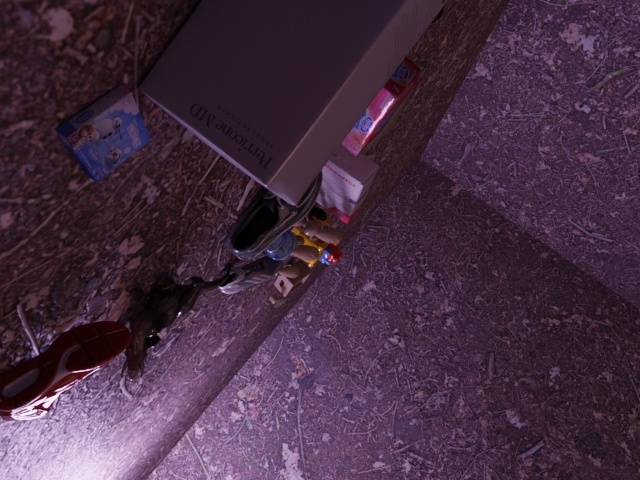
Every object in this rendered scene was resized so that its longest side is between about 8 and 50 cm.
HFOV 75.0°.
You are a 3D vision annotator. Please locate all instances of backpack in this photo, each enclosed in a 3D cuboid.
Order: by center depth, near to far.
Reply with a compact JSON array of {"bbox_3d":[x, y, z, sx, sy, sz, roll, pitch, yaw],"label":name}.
[{"bbox_3d":[-0.135,0.001,1.235,0.105,0.114,0.084,-52,171,0],"label":"backpack"}]

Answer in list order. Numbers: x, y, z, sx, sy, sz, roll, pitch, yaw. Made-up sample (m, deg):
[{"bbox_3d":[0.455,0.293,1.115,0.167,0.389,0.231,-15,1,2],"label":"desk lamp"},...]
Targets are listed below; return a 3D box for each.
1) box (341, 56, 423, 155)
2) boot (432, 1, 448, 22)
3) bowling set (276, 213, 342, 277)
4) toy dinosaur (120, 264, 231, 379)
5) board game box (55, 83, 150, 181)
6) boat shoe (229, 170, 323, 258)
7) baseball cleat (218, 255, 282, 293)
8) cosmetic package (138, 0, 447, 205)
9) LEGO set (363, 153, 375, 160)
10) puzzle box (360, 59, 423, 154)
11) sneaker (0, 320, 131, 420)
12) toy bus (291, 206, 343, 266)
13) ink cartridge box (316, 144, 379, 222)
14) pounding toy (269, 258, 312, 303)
[{"bbox_3d":[0.127,-0.351,1.064,0.128,0.123,0.257,-47,179,-27],"label":"box"},{"bbox_3d":[0.188,-0.524,0.898,0.178,0.085,0.236,-50,154,-3],"label":"boot"},{"bbox_3d":[-0.087,-0.018,1.391,0.154,0.199,0.287,16,130,-46],"label":"bowling set"},{"bbox_3d":[-0.334,0.141,0.909,0.313,0.121,0.160,-51,-177,-34],"label":"toy dinosaur"},{"bbox_3d":[-0.254,-0.126,0.500,0.090,0.020,0.090,-50,170,-23],"label":"board game box"},{"bbox_3d":[-0.111,-0.080,1.063,0.319,0.116,0.099,-47,174,-2],"label":"boat shoe"},{"bbox_3d":[-0.207,0.097,1.236,0.206,0.072,0.109,-31,165,-9],"label":"baseball cleat"},{"bbox_3d":[-0.017,-0.264,0.547,0.385,0.217,0.156,-55,171,0],"label":"cosmetic package"},{"bbox_3d":[0.111,-0.260,1.728,0.182,0.060,0.244,-23,150,-47],"label":"LEGO set"},{"bbox_3d":[0.188,-0.419,1.425,0.409,0.052,0.272,-45,168,-35],"label":"puzzle box"},{"bbox_3d":[-0.451,0.228,0.735,0.221,0.087,0.128,-25,162,-45],"label":"sneaker"},{"bbox_3d":[0.000,0.000,1.587,0.220,0.211,0.149,-43,165,-51],"label":"toy bus"},{"bbox_3d":[0.066,-0.187,1.325,0.100,0.172,0.237,-48,169,-26],"label":"ink cartridge box"},{"bbox_3d":[-0.166,0.199,1.908,0.206,0.094,0.181,-33,166,-36],"label":"pounding toy"}]
